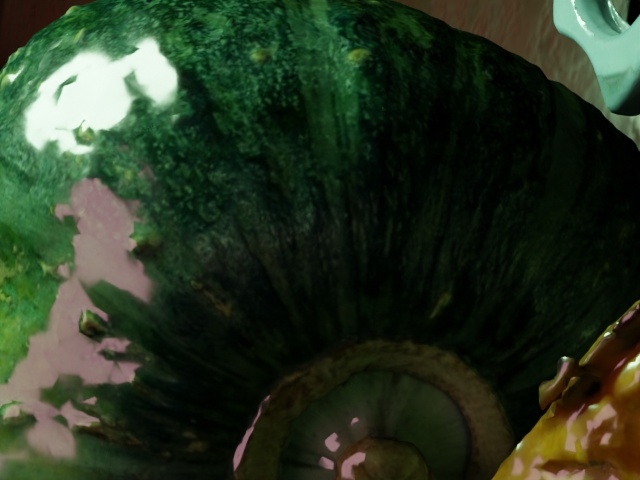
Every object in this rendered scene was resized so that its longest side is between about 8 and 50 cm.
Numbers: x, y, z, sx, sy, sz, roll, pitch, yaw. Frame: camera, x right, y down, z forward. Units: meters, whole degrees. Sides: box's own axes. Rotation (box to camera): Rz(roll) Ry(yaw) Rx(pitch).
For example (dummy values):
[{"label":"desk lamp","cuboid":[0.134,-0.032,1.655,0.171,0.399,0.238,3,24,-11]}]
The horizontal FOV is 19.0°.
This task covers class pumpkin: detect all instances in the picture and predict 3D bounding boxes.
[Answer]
[{"label":"pumpkin","cuboid":[0.000,0.000,0.737,0.263,0.293,0.197,-96,20,-78]}]

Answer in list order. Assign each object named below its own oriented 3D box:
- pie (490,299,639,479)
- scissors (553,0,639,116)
[{"label":"pie","cuboid":[0.137,0.146,0.520,0.315,0.092,0.315,-4,84,47]},{"label":"scissors","cuboid":[0.161,-0.229,0.752,0.191,0.029,0.360,-11,71,63]}]
